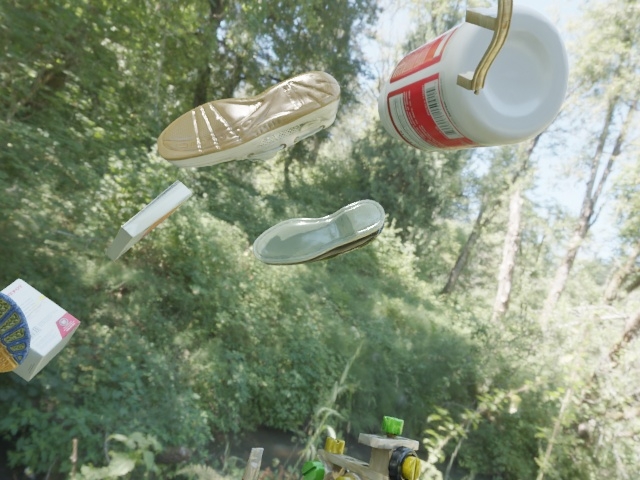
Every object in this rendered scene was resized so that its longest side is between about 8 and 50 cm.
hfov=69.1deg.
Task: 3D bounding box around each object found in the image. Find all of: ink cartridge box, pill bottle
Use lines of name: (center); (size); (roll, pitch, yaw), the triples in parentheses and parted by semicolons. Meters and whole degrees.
ink cartridge box: (-0.695, 0.208, 1.087); (0.176, 0.127, 0.128); (40, 32, -9)
pill bottle: (0.270, -0.300, 0.951); (0.229, 0.229, 0.407); (18, 4, -16)

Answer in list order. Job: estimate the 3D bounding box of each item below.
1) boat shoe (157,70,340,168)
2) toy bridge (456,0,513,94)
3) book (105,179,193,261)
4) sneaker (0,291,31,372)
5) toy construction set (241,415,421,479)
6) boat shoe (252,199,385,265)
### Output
boat shoe: (-0.098, -0.159, 0.698); (0.277, 0.098, 0.096); (-20, -27, -7)
toy bridge: (0.205, -0.272, 0.571); (0.026, 0.188, 0.063); (-17, 39, -15)
book: (-0.289, -0.031, 0.782); (0.035, 0.144, 0.096); (45, -47, -10)
sneaker: (-0.688, 0.125, 0.920); (0.131, 0.296, 0.112); (-6, 24, 47)
toy construction set: (0.026, 0.397, 0.783); (0.308, 0.237, 0.257); (16, -8, -18)
boat shoe: (0.000, 0.000, 0.792); (0.227, 0.081, 0.069); (-16, -27, -2)
